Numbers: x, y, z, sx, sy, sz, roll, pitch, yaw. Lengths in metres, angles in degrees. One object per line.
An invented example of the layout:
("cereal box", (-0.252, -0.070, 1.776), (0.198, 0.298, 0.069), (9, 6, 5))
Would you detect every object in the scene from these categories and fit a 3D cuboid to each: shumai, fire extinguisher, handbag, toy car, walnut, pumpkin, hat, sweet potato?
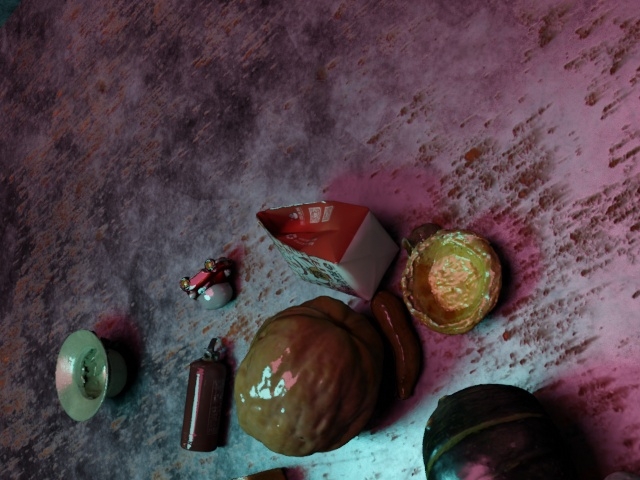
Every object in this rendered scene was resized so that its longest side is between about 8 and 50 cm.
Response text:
("shumai", (0.201, 0.000, 1.701), (0.083, 0.080, 0.082), (49, 115, 35))
("fire extinguisher", (-0.287, 0.381, 2.090), (0.104, 0.104, 0.269), (6, 90, 42))
("handbag", (0.000, 0.000, 1.800), (0.298, 0.171, 0.151), (17, 68, 41))
("toy car", (-0.267, 0.115, 2.099), (0.139, 0.112, 0.112), (-39, 76, 21))
("walnut", (-0.029, 0.290, 1.727), (0.306, 0.306, 0.344), (44, 123, 36))
("pumpkin", (0.306, 0.398, 1.418), (0.241, 0.323, 0.323), (-27, 65, 6))
("hat", (-0.620, 0.374, 2.357), (0.257, 0.130, 0.258), (-6, 81, 40))
("sweet potato", (0.161, 0.208, 1.730), (0.081, 0.062, 0.233), (-37, 64, 53))

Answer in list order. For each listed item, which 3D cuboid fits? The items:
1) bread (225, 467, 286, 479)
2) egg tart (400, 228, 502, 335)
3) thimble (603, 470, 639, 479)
("bread", (-0.160, 0.604, 1.914), (0.158, 0.149, 0.143), (-20, 75, 38))
("egg tart", (0.259, 0.080, 1.627), (0.212, 0.090, 0.213), (-3, 85, 31))
("thimble", (0.506, 0.477, 1.310), (0.149, 0.185, 0.211), (9, 107, 42))
